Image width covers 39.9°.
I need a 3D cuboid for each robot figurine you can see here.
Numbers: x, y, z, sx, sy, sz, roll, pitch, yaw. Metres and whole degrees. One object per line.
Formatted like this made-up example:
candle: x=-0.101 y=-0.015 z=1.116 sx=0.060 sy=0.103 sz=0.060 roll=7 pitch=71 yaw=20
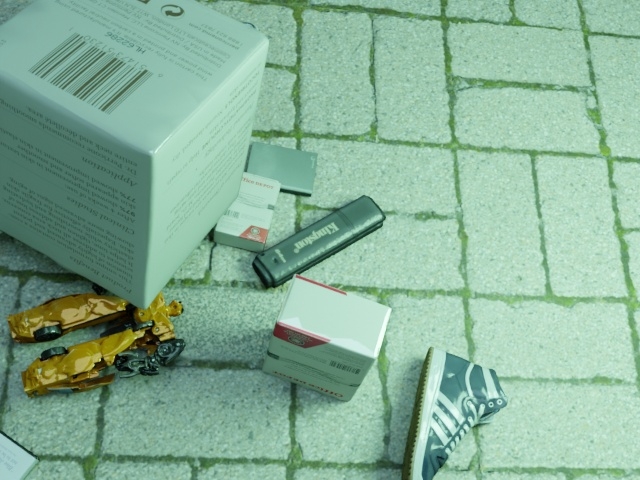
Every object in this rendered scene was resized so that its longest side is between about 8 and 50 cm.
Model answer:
robot figurine: x=-0.380 y=0.159 z=1.532 sx=0.291 sy=0.085 sz=0.211 roll=-15 pitch=69 yaw=-15

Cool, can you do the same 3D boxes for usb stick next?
usb stick: x=0.000 y=0.000 z=1.687 sx=0.278 sy=0.045 sz=0.077 roll=-30 pitch=74 yaw=-20

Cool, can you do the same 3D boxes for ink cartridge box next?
ink cartridge box: x=0.005 y=0.173 z=1.503 sx=0.172 sy=0.237 sz=0.100 roll=20 pitch=61 yaw=1
ink cartridge box: x=-0.140 y=-0.055 z=1.684 sx=0.099 sy=0.056 sz=0.135 roll=15 pitch=64 yaw=-2

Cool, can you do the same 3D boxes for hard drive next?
hard drive: x=-0.077 y=-0.142 z=1.754 sx=0.135 sy=0.022 sz=0.094 roll=10 pitch=64 yaw=-4

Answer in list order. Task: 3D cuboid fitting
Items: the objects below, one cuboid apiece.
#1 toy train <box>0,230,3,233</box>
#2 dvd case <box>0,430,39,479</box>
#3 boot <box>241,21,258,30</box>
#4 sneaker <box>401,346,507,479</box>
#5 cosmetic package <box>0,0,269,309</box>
toy train: x=-0.663 y=-0.147 z=1.609 sx=0.190 sy=0.142 sz=0.333 roll=-18 pitch=71 yaw=-4
dvd case: x=-0.606 y=0.405 z=1.416 sx=0.180 sy=0.022 sz=0.253 roll=33 pitch=65 yaw=7
boot: x=-0.200 y=-0.413 z=1.825 sx=0.069 sy=0.086 sz=0.190 roll=44 pitch=67 yaw=12
sneaker: x=0.236 y=0.332 z=1.541 sx=0.153 sy=0.099 sz=0.282 roll=15 pitch=61 yaw=0
cosmetic package: x=-0.325 y=-0.171 z=1.436 sx=0.329 sy=0.393 sz=0.327 roll=28 pitch=51 yaw=8
